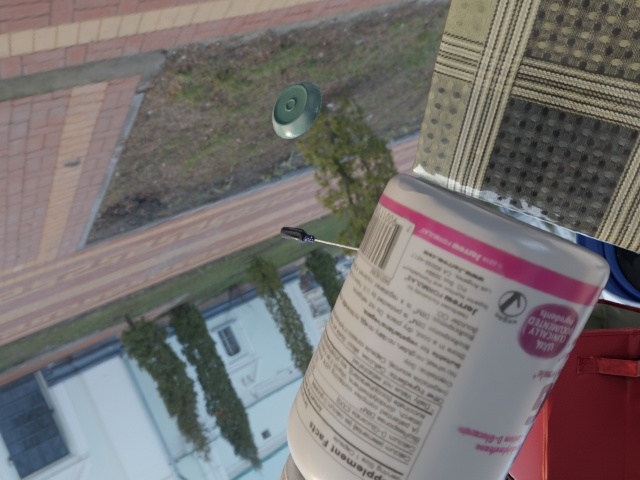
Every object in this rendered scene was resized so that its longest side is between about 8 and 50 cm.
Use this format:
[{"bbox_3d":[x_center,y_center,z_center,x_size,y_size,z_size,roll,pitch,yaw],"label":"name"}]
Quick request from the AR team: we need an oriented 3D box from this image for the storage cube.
[{"bbox_3d":[0.307,0.179,0.678,0.184,0.193,0.215,-1,-176,-6],"label":"storage cube"}]

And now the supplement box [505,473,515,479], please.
[{"bbox_3d":[0.515,0.564,1.433,0.194,0.191,0.129,-46,141,4],"label":"supplement box"}]

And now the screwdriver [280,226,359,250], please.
[{"bbox_3d":[0.000,0.000,0.934,0.170,0.024,0.025,13,-178,39],"label":"screwdriver"}]

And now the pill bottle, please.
[{"bbox_3d":[0.072,0.109,0.419,0.283,0.160,0.160,-68,166,11],"label":"pill bottle"}]

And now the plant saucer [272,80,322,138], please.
[{"bbox_3d":[-0.050,-0.250,1.066,0.119,0.119,0.021,-28,147,28],"label":"plant saucer"}]

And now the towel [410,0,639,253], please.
[{"bbox_3d":[0.269,-0.163,0.550,0.056,0.312,0.324,-42,149,-53],"label":"towel"}]

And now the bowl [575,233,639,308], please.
[{"bbox_3d":[0.564,-0.062,0.829,0.391,0.077,0.391,-48,-157,29],"label":"bowl"}]
